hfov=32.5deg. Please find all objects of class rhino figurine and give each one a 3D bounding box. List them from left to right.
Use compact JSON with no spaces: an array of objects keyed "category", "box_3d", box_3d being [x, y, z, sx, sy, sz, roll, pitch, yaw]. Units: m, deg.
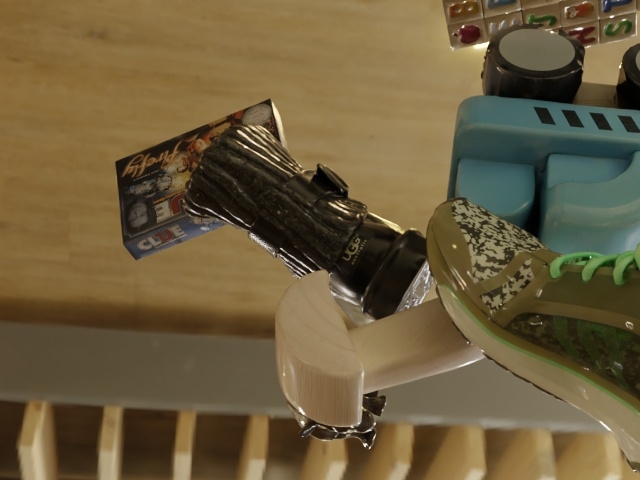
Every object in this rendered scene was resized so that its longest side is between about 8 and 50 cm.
[{"category":"rhino figurine","box_3d":[0.014,0.188,1.217,0.106,0.073,0.243,15,-3,-1]}]

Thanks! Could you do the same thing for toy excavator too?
[{"category":"toy excavator","box_3d":[0.195,-0.004,1.091,0.433,0.445,0.222,6,-46,5]}]

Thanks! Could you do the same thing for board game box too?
[{"category":"board game box","box_3d":[-0.160,-0.086,1.508,0.243,0.165,0.042,-22,-42,7]}]

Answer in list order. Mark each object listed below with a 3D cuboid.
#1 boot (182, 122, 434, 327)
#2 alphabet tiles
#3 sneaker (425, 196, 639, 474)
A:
[{"category":"boot","box_3d":[0.002,-0.004,1.219,0.260,0.131,0.348,29,-8,11]},{"category":"alphabet tiles","box_3d":[0.349,-0.372,1.615,0.342,0.011,0.285,-10,-33,9]},{"category":"sneaker","box_3d":[0.263,0.055,0.892,0.158,0.410,0.182,-12,-47,-46]}]
